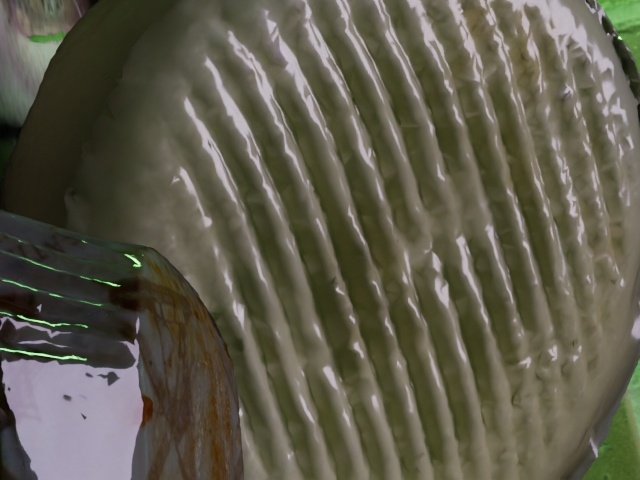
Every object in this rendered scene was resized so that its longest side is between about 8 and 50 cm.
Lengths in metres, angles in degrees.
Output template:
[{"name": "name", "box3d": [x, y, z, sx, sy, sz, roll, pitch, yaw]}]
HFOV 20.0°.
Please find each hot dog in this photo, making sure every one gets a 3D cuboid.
[{"name": "hot dog", "box3d": [-0.067, 0.128, 0.505, 0.162, 0.082, 0.270, 23, 61, -72]}]

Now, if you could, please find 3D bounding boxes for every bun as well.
[{"name": "bun", "box3d": [0.000, 0.000, 0.708, 0.146, 0.287, 0.287, 22, -46, 54]}]
